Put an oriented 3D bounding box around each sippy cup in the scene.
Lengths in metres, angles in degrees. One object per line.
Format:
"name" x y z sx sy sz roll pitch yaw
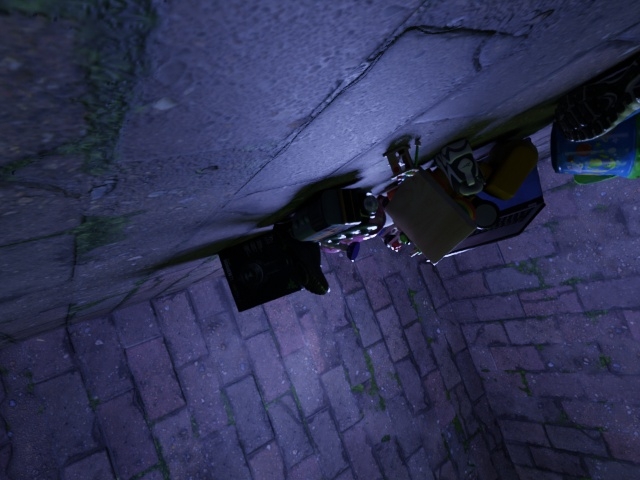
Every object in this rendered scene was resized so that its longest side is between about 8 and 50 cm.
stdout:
"sippy cup" 0.835 -0.297 1.252 0.224 0.305 0.240 -3 -157 24

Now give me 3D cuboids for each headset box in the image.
"headset box" -0.206 0.110 1.574 0.283 0.246 0.131 -20 177 9

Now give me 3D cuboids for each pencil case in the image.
"pencil case" 0.102 -0.054 1.550 0.160 0.167 0.386 16 166 -14

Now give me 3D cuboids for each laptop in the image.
"laptop" 0.589 -0.149 1.539 0.408 0.236 0.382 -33 -175 -38

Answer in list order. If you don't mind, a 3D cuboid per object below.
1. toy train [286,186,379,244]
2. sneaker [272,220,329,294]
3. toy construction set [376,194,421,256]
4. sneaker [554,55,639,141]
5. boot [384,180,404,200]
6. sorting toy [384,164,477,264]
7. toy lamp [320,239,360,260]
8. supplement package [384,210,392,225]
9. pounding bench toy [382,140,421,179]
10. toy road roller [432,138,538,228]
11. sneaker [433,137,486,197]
"toy train" 0.028 -0.067 1.209 0.191 0.142 0.334 -4 172 -27
"sneaker" -0.040 0.045 1.349 0.130 0.286 0.109 -24 164 -31
"toy construction set" 0.333 -0.116 1.709 0.237 0.257 0.309 -32 -158 -21
"sneaker" 0.698 -0.328 0.928 0.147 0.129 0.330 -16 175 -25
"boot" 0.310 -0.175 1.453 0.158 0.084 0.059 -25 173 38
"sorting toy" 0.359 -0.088 1.309 0.089 0.255 0.257 -33 165 -25
"toy lamp" 0.000 0.000 1.445 0.275 0.080 0.080 19 -168 21
"supplement package" 0.368 -0.138 2.174 0.105 0.105 0.179 -18 176 -42
"pounding bench toy" 0.194 -0.176 0.910 0.083 0.065 0.052 -23 176 31
"toy road roller" 0.507 -0.211 1.343 0.329 0.241 0.202 -58 -178 13
"sneaker" 0.396 -0.188 1.165 0.094 0.152 0.235 -20 177 3
